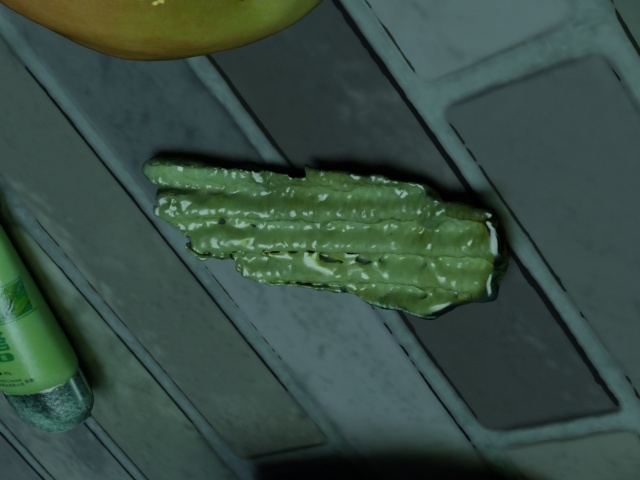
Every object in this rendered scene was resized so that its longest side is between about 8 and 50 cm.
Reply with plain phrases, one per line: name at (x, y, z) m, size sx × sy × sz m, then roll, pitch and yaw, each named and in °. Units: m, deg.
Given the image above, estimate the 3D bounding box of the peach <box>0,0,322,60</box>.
peach at (-0.064, -0.155, 0.447) m, size 0.184 × 0.184 × 0.184 m, roll 17°, pitch 135°, yaw 18°

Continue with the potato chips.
potato chips at (0.000, 0.000, 0.651) m, size 0.207 × 0.028 × 0.092 m, roll 6°, pitch 129°, yaw 26°

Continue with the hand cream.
hand cream at (-0.206, 0.050, 0.813) m, size 0.095 × 0.046 × 0.175 m, roll -4°, pitch 124°, yaw 38°
